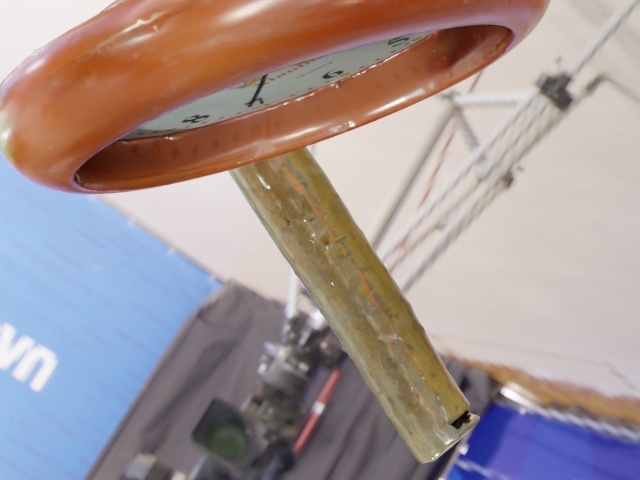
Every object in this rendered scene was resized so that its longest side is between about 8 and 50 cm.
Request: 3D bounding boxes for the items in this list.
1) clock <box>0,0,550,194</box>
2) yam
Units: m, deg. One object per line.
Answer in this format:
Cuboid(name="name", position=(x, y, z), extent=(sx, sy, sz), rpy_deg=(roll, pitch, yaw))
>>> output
Cuboid(name="clock", position=(-0.017, -0.067, 0.481), extent=(0.205, 0.205, 0.051), rpy_deg=(145, 106, -73))
Cuboid(name="yam", position=(0.000, 0.000, 0.738), extent=(0.264, 0.046, 0.046), rpy_deg=(57, 164, 4))
